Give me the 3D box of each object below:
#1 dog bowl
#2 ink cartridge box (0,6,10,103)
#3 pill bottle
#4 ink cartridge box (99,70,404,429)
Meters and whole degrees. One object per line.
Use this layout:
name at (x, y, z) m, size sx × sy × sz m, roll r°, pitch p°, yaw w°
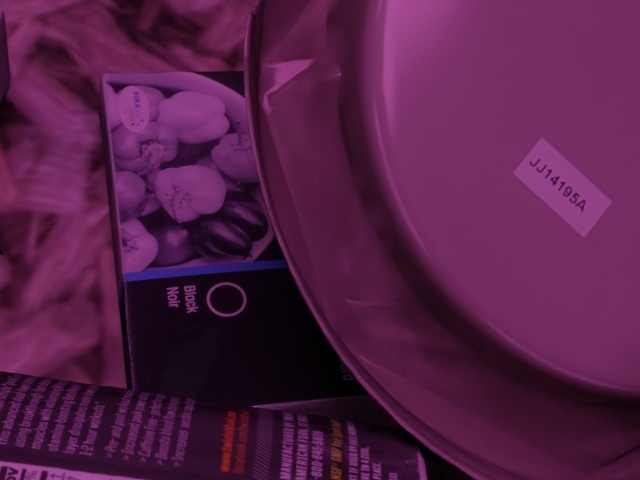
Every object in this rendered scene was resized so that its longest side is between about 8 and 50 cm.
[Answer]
dog bowl at (0.129, -0.057, 0.512) m, size 0.348 × 0.102 × 0.349 m, roll 1°, pitch 83°, yaw -12°
ink cartridge box at (-0.318, -0.040, 0.566) m, size 0.275 × 0.060 × 0.239 m, roll 11°, pitch 52°, yaw -2°
pill bottle at (-0.090, 0.118, 0.445) m, size 0.245 × 0.130 × 0.130 m, roll 9°, pitch 54°, yaw -3°
ink cartridge box at (0.000, 0.000, 0.599) m, size 0.208 × 0.045 × 0.206 m, roll -3°, pitch 55°, yaw -14°
